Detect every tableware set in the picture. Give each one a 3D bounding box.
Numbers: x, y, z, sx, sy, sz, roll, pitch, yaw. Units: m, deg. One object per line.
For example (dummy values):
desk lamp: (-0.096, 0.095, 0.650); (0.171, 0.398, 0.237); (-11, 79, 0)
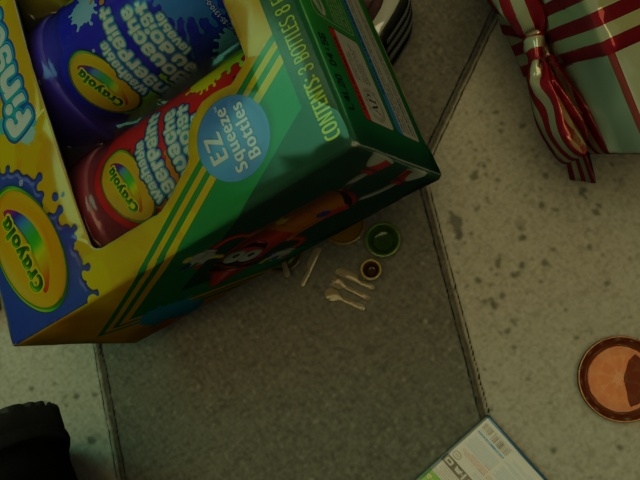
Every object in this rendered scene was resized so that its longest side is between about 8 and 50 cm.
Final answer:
tableware set: (0.000, 0.000, 0.860); (0.154, 0.024, 0.104); (25, 84, 11)

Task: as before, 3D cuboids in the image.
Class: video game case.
video game case: (0.142, 0.269, 0.803); (0.166, 0.015, 0.119); (-42, 79, -1)

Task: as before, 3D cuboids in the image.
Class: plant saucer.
plant saucer: (0.293, 0.135, 0.807); (0.084, 0.013, 0.083); (-1, 80, 7)

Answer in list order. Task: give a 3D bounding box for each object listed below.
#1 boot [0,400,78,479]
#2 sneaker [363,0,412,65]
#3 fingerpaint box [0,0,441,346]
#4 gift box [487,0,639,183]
boot: (-0.188, 0.368, 0.654); (0.146, 0.367, 0.445); (-23, 76, -12)
sneaker: (-0.037, -0.168, 0.862); (0.163, 0.106, 0.281); (30, 75, 16)
fingerpaint box: (-0.158, -0.176, 0.754); (0.371, 0.163, 0.444); (-28, 72, 26)
gift box: (0.290, -0.206, 0.750); (0.258, 0.276, 0.255); (-25, 92, -1)
